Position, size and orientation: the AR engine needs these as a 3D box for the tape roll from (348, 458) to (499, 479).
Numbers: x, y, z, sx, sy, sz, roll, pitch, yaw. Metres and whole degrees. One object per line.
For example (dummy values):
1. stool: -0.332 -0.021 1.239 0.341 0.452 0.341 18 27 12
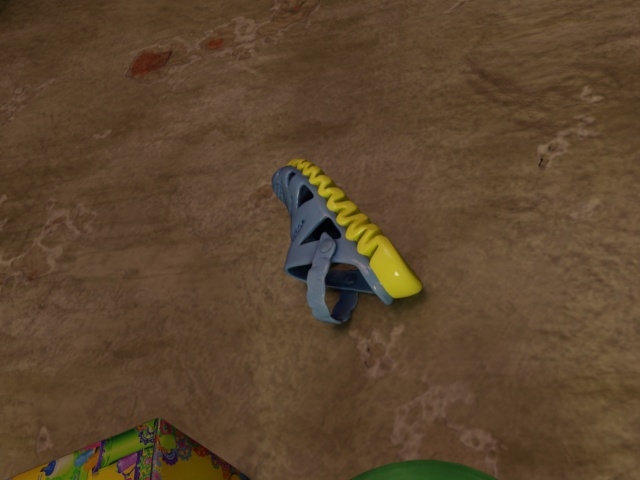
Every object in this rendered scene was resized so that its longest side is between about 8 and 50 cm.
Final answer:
1. tape roll: 0.091 0.371 0.832 0.321 0.077 0.321 -18 45 19

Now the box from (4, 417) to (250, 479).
1. box: -0.236 0.389 0.932 0.279 0.177 0.290 -24 43 21

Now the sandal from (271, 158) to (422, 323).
1. sandal: 0.000 0.000 1.194 0.138 0.126 0.317 -40 41 1
